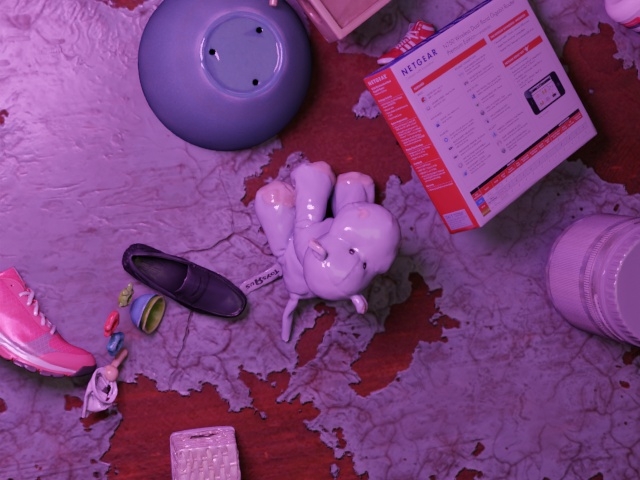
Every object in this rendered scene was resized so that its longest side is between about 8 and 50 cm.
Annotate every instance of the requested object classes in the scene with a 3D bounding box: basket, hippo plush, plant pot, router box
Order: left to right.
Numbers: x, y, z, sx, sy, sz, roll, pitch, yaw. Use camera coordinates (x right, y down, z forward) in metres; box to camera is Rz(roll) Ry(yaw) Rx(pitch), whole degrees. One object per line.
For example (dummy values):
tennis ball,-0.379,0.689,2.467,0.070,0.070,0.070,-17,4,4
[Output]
basket,-0.187,0.406,1.935,0.113,0.103,0.167,-5,96,-11
plant pot,-0.140,-0.288,1.851,0.290,0.195,0.290,-1,94,-12
hippo plush,0.000,0.000,1.881,0.294,0.236,0.234,-41,102,-7
router box,0.278,-0.224,1.949,0.335,0.082,0.301,-35,101,-30

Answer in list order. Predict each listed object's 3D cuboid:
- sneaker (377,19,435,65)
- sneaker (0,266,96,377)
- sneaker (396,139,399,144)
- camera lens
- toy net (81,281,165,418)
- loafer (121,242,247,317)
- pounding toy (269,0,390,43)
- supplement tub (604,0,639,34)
sneaker,0.147,-0.340,1.991,0.119,0.042,0.067,-16,101,-19
sneaker,-0.488,0.117,1.842,0.314,0.116,0.136,26,86,-13
sneaker,0.180,-0.184,2.006,0.097,0.084,0.234,-30,103,21
camera lens,0.528,0.067,1.986,0.220,0.274,0.219,-1,94,-12
toy net,-0.327,0.186,1.880,0.045,0.122,0.232,21,83,12
loafer,-0.224,0.071,1.916,0.223,0.078,0.076,26,88,-13
pounding toy,-0.013,-0.416,1.828,0.181,0.094,0.206,-39,101,-6
supplement tub,0.655,-0.419,2.025,0.272,0.191,0.191,24,88,-13
